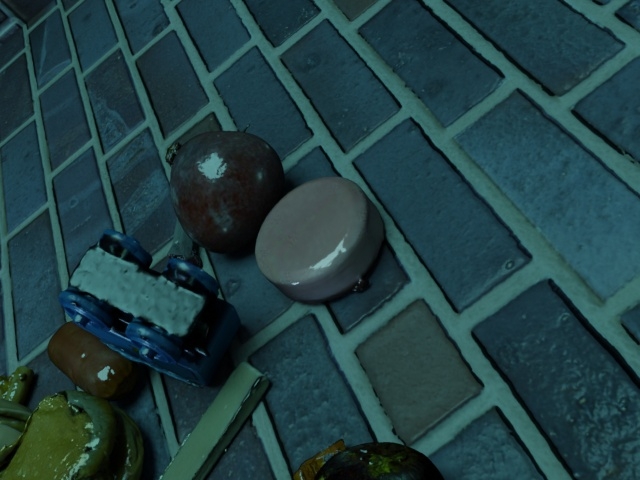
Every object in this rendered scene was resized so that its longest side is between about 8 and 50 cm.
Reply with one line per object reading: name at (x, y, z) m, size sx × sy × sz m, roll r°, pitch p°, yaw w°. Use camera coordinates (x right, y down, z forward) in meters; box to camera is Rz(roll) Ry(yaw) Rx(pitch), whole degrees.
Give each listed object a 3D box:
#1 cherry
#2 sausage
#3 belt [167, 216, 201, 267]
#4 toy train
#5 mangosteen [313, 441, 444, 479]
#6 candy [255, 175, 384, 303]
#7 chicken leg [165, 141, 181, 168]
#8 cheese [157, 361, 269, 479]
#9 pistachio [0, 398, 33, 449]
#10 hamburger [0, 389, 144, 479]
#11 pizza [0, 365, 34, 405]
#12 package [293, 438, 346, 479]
cherry at (-0.194, -0.119, 1.582) m, size 0.236 × 0.213 × 0.286 m, roll -2°, pitch 66°, yaw 46°
sausage at (-0.458, 0.249, 1.573) m, size 0.259 × 0.113 × 0.114 m, roll 21°, pitch 72°, yaw 46°
belt at (-0.294, -0.026, 1.701) m, size 0.071 × 0.053 × 0.232 m, roll -16°, pitch 49°, yaw 17°
toy train at (-0.305, 0.131, 1.411) m, size 0.300 × 0.265 × 0.188 m, roll 22°, pitch 67°, yaw 13°
mangosteen at (0.076, 0.381, 1.034) m, size 0.192 × 0.192 × 0.217 m, roll 17°, pitch 106°, yaw 44°
candy at (0.000, 0.000, 1.427) m, size 0.255 × 0.094 × 0.255 m, roll -20°, pitch 47°, yaw 23°
chicken leg at (-0.367, -0.210, 1.920) m, size 0.036 × 0.021 × 0.083 m, roll -3°, pitch 56°, yaw 24°
cheese at (-0.224, 0.390, 1.343) m, size 0.085 × 0.034 × 0.400 m, roll 20°, pitch 71°, yaw 49°
pistachio at (-0.691, 0.399, 1.550) m, size 0.317 × 0.214 × 0.193 m, roll -3°, pitch 40°, yaw 5°
hamburger at (-0.461, 0.421, 1.403) m, size 0.318 × 0.158 × 0.319 m, roll -19°, pitch 50°, yaw 24°
pizza at (-0.716, 0.350, 1.723) m, size 0.161 × 0.062 × 0.182 m, roll 19°, pitch 72°, yaw 46°
package at (0.003, 0.359, 1.193) m, size 0.110 × 0.033 × 0.077 m, roll -40°, pitch 52°, yaw 12°
